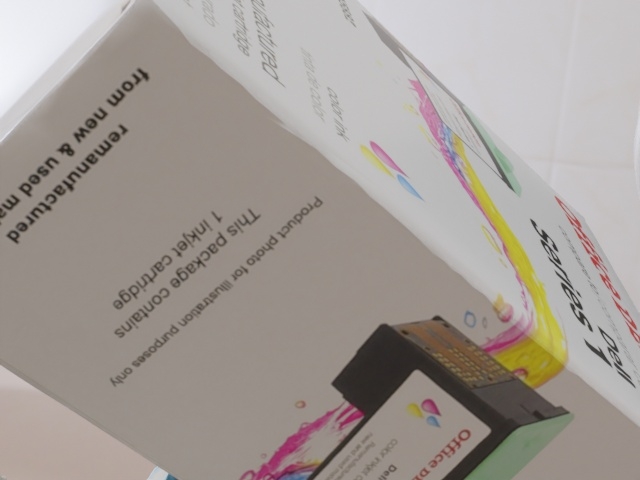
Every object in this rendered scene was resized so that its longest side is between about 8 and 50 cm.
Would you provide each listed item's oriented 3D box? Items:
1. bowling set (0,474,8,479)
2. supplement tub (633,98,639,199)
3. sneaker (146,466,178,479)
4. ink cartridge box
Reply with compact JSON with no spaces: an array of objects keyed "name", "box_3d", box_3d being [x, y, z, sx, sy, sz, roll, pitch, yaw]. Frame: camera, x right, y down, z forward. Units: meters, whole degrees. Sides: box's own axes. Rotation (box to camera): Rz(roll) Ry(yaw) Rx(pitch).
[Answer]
[{"name":"bowling set","box_3d":[-0.218,0.247,0.590,0.200,0.287,0.154,44,2,42]},{"name":"supplement tub","box_3d":[0.318,-0.095,0.836,0.241,0.241,0.331,8,41,10]},{"name":"sneaker","box_3d":[-0.066,0.148,0.817,0.087,0.229,0.092,48,-14,-9]},{"name":"ink cartridge box","box_3d":[0.000,0.000,0.486,0.278,0.117,0.201,39,19,-28]}]
